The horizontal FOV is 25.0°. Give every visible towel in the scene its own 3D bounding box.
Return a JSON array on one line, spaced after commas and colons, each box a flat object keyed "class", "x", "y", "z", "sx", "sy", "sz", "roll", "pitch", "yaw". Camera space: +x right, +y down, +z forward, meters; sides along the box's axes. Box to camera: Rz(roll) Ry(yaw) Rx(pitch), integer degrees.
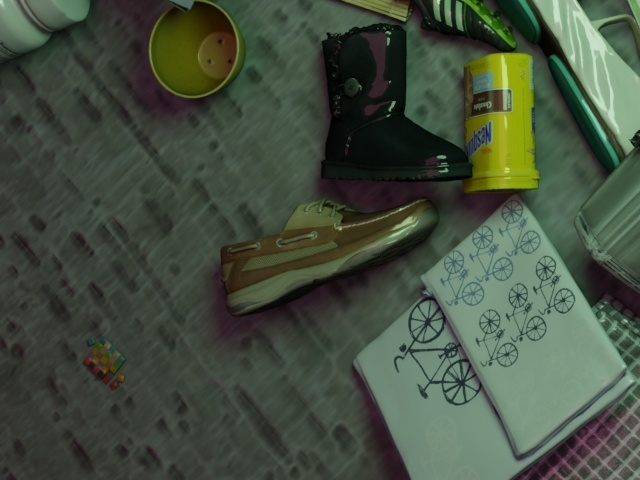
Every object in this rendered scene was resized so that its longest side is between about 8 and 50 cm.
[{"class": "towel", "x": 0.351, "y": 0.241, "z": 1.804, "sx": 0.235, "sy": 0.121, "sz": 0.283, "roll": 44, "pitch": 105, "yaw": 13}]

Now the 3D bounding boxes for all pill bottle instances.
[{"class": "pill bottle", "x": -0.487, "y": -0.332, "z": 2.079, "sx": 0.283, "sy": 0.160, "sz": 0.160, "roll": -18, "pitch": 85, "yaw": 19}]

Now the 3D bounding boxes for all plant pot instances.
[{"class": "plant pot", "x": -0.156, "y": -0.260, "z": 1.992, "sx": 0.134, "sy": 0.095, "sz": 0.134, "roll": 0, "pitch": 91, "yaw": 21}]

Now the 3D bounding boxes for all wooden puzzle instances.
[{"class": "wooden puzzle", "x": -0.314, "y": 0.175, "z": 2.109, "sx": 0.083, "sy": 0.006, "sz": 0.049, "roll": 42, "pitch": 105, "yaw": 14}]

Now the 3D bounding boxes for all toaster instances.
[{"class": "toaster", "x": 0.411, "y": -0.018, "z": 1.738, "sx": 0.227, "sy": 0.129, "sz": 0.146, "roll": 32, "pitch": 112, "yaw": -27}]

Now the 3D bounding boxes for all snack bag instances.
[{"class": "snack bag", "x": 0.196, "y": 0.157, "z": 1.820, "sx": 0.342, "sy": 0.037, "sz": 0.323, "roll": -44, "pitch": 47, "yaw": 21}]

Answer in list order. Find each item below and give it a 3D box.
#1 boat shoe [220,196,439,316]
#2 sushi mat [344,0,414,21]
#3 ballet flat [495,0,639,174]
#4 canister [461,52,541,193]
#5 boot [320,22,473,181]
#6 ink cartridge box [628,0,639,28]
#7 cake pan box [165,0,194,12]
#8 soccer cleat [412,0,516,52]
[{"class": "boat shoe", "x": 0.000, "y": 0.000, "z": 1.931, "sx": 0.324, "sy": 0.123, "sz": 0.116, "roll": -22, "pitch": 82, "yaw": 18}, {"class": "sushi mat", "x": 0.000, "y": -0.417, "z": 1.971, "sx": 0.317, "sy": 0.019, "sz": 0.151, "roll": 22, "pitch": 98, "yaw": 18}, {"class": "ballet flat", "x": 0.319, "y": -0.271, "z": 1.814, "sx": 0.139, "sy": 0.139, "sz": 0.400, "roll": -34, "pitch": 84, "yaw": 18}, {"class": "canister", "x": 0.228, "y": -0.147, "z": 1.841, "sx": 0.073, "sy": 0.126, "sz": 0.170, "roll": -1, "pitch": 89, "yaw": -16}, {"class": "boot", "x": 0.093, "y": -0.179, "z": 1.876, "sx": 0.246, "sy": 0.094, "sz": 0.207, "roll": 5, "pitch": 95, "yaw": 46}, {"class": "ink cartridge box", "x": 0.415, "y": -0.294, "z": 1.773, "sx": 0.062, "sy": 0.109, "sz": 0.209, "roll": -25, "pitch": 83, "yaw": 20}, {"class": "cake pan box", "x": -0.211, "y": -0.467, "z": 1.970, "sx": 0.267, "sy": 0.070, "sz": 0.245, "roll": 37, "pitch": 103, "yaw": 39}, {"class": "soccer cleat", "x": 0.177, "y": -0.292, "z": 1.888, "sx": 0.179, "sy": 0.060, "sz": 0.072, "roll": 39, "pitch": 114, "yaw": 12}]
